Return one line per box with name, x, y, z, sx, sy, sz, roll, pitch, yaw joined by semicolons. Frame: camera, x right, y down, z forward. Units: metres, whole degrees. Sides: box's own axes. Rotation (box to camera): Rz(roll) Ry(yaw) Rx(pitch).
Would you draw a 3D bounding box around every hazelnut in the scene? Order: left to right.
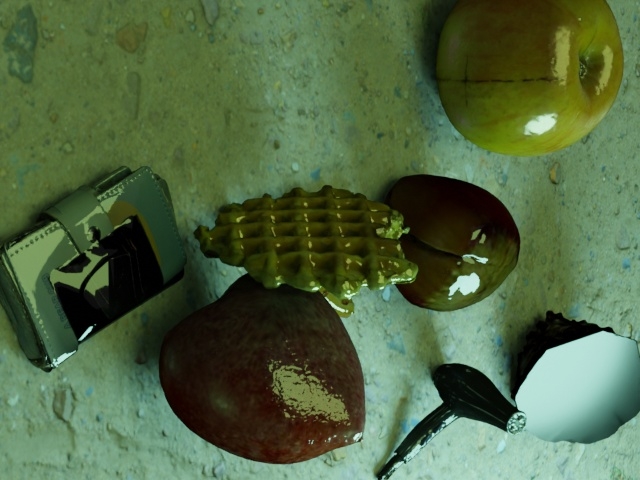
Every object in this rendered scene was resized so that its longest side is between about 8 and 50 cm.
hazelnut;0.170;-0.008;1.952;0.208;0.208;0.208;-1;91;-46

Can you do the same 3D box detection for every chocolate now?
chocolate;0.386;0.192;2.223;0.177;0.206;0.224;-106;176;-56

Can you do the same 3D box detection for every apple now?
apple;0.304;-0.260;2.034;0.286;0.233;0.286;-3;94;-47

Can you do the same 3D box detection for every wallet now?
wallet;-0.253;0.026;1.572;0.231;0.069;0.170;-35;120;-39

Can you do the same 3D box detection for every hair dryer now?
hair dryer;0.169;0.274;1.975;0.219;0.195;0.075;-42;118;-9

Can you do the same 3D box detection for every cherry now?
cherry;-0.064;0.162;1.655;0.239;0.206;0.239;27;48;-36

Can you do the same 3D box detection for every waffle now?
waffle;0.000;-0.002;1.688;0.291;0.291;0.051;-24;123;-44

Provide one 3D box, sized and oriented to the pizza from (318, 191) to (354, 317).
pizza;0.018;0.010;1.878;0.176;0.036;0.185;-50;124;-34
